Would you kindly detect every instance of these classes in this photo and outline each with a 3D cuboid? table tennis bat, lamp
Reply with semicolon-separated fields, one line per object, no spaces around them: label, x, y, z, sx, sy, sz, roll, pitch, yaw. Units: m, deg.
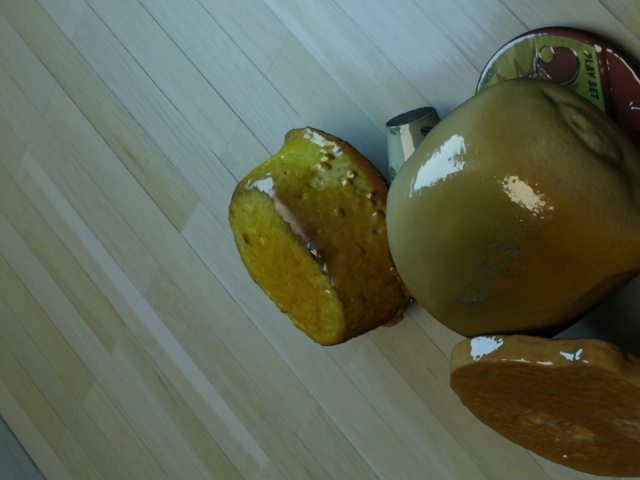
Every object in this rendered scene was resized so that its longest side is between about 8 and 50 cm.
table tennis bat;0.387;-0.173;1.748;0.414;0.051;0.268;4;113;45
lamp;0.171;-0.095;1.938;0.121;0.121;0.215;-1;117;44

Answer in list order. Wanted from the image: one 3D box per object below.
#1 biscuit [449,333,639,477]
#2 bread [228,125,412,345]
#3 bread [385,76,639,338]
biscuit;0.378;0.234;1.772;0.365;0.062;0.385;-8;142;44
bread;-0.002;-0.002;2.042;0.358;0.204;0.337;51;148;18
bread;0.273;-0.027;1.704;0.348;0.253;0.376;43;139;-2
